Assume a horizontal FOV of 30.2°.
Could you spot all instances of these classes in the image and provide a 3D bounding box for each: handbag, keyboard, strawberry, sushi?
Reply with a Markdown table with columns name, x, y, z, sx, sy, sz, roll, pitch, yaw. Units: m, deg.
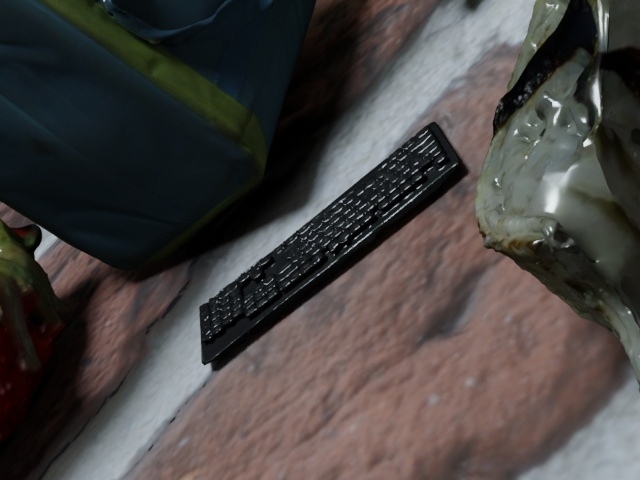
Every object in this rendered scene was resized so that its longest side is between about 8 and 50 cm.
| name | x | y | z | sx | sy | sz | roll | pitch | yaw |
| --- | --- | --- | --- | --- | --- | --- | --- | --- | --- |
| handbag | -0.144 | -0.148 | 0.837 | 0.222 | 0.263 | 0.241 | -42 | 23 | 43 |
| keyboard | -0.001 | -0.001 | 0.723 | 0.196 | 0.015 | 0.074 | -38 | 30 | 12 |
| strawberry | -0.291 | 0.127 | 0.828 | 0.306 | 0.137 | 0.233 | -53 | 1 | 12 |
| sushi | 0.131 | -0.051 | 0.541 | 0.109 | 0.134 | 0.273 | -24 | 49 | 55 |
